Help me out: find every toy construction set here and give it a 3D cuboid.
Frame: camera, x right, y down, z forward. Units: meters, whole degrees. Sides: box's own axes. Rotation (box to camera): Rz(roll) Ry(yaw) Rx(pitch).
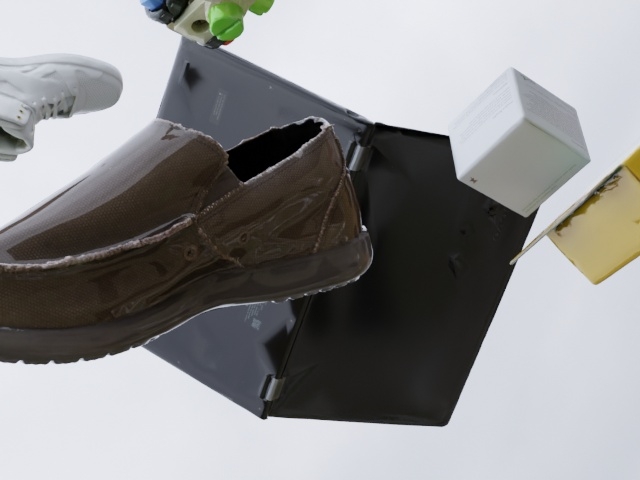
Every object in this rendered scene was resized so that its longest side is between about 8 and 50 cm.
[{"bbox_3d":[-0.073,-0.294,1.255,0.215,0.151,0.327,-37,31,34],"label":"toy construction set"}]

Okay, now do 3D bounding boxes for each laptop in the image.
[{"bbox_3d":[0.000,0.000,1.756,0.236,0.408,0.382,-19,-47,-61],"label":"laptop"}]

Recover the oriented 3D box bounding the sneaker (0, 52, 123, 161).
[{"bbox_3d":[-0.401,-0.176,2.047,0.293,0.169,0.108,-2,-43,-28],"label":"sneaker"}]

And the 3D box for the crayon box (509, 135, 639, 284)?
[{"bbox_3d":[0.349,-0.078,1.444,0.323,0.083,0.203,-41,-5,-21],"label":"crayon box"}]

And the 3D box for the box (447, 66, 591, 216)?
[{"bbox_3d":[0.203,-0.100,1.504,0.102,0.087,0.101,28,-54,-27],"label":"box"}]

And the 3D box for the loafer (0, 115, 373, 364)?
[{"bbox_3d":[-0.121,-0.013,0.937,0.366,0.134,0.130,-14,-75,-45],"label":"loafer"}]
